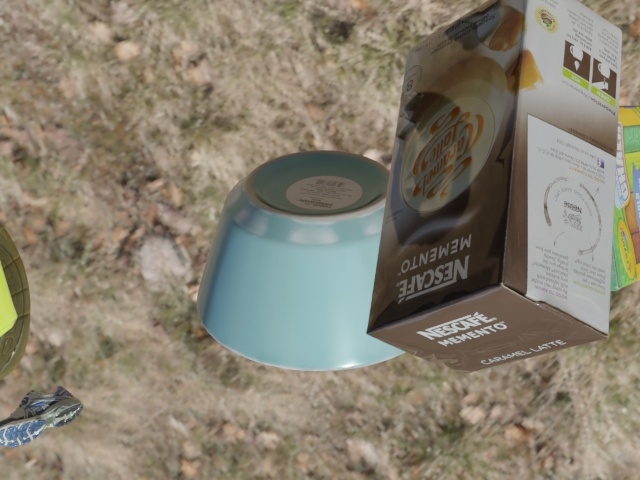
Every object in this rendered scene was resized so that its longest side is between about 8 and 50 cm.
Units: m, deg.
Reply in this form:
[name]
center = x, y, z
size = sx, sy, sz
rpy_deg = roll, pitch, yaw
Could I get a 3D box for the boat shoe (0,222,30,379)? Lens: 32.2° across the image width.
[boat shoe]
center = -0.279, 0.000, 0.828
size = 0.073, 0.080, 0.223
rpy_deg = 21, 130, 50

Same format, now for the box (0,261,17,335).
[box]
center = -0.170, -0.016, 0.338
size = 0.178, 0.042, 0.109
rpy_deg = 1, 115, 27

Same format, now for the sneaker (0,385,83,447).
[sneaker]
center = -0.402, 0.242, 1.543
size = 0.058, 0.135, 0.052
rpy_deg = 47, 134, 28

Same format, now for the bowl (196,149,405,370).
[bowl]
center = 0.000, 0.000, 1.332
size = 0.311, 0.311, 0.163
rpy_deg = 20, 126, 33

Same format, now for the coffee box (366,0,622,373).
[coffee box]
center = 0.127, -0.044, 0.793
size = 0.098, 0.246, 0.141
rpy_deg = 25, 150, -28

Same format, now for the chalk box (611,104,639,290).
[chalk box]
center = 0.236, -0.038, 1.139
size = 0.179, 0.289, 0.180
rpy_deg = -7, 94, 33
